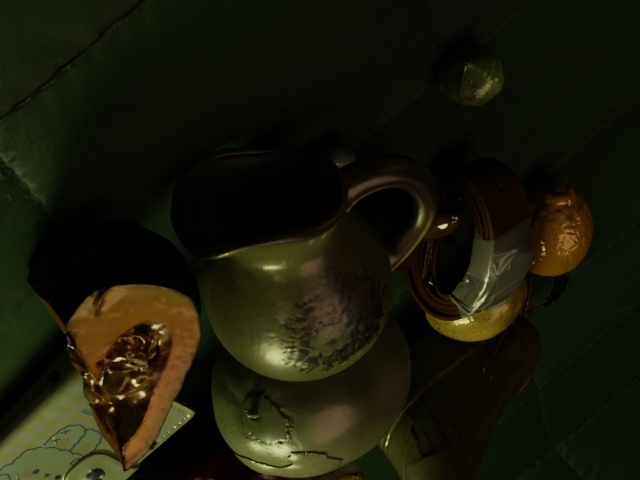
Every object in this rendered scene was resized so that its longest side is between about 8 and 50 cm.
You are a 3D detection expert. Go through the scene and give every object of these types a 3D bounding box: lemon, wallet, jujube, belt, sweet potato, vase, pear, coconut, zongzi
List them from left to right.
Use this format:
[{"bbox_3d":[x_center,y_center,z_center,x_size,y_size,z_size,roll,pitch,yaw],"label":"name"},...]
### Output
[{"bbox_3d":[-0.339,0.273,1.746,0.309,0.077,0.223,-46,137,11],"label":"wallet"},{"bbox_3d":[-0.153,0.359,2.020,0.318,0.223,0.223,-12,142,-34],"label":"jujube"},{"bbox_3d":[0.000,0.000,1.663,0.329,0.241,0.302,-26,140,-10],"label":"vase"},{"bbox_3d":[0.122,-0.032,1.883,0.092,0.114,0.341,-38,177,-14],"label":"sweet potato"},{"bbox_3d":[0.223,0.002,2.024,0.105,0.184,0.261,-20,133,-38],"label":"belt"},{"bbox_3d":[0.200,-0.218,1.782,0.088,0.088,0.096,-45,159,5],"label":"coconut"},{"bbox_3d":[0.250,0.085,2.216,0.178,0.178,0.178,-32,152,-19],"label":"pear"},{"bbox_3d":[0.295,0.278,2.263,0.447,0.418,0.181,-22,142,-11],"label":"zongzi"},{"bbox_3d":[0.389,-0.024,2.265,0.142,0.142,0.187,-25,139,-31],"label":"lemon"}]

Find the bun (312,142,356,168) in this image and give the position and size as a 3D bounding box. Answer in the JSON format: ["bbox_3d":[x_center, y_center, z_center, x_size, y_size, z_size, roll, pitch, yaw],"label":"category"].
[{"bbox_3d":[0.007,-0.094,1.744,0.083,0.045,0.083,-21,156,-10],"label":"bun"}]

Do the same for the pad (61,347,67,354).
[{"bbox_3d":[-0.326,0.216,1.804,0.300,0.005,0.202,-51,152,18],"label":"pad"}]

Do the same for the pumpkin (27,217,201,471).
[{"bbox_3d":[-0.253,0.119,1.537,0.190,0.139,0.280,14,109,-38],"label":"pumpkin"}]

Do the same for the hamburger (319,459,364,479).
[{"bbox_3d":[-0.067,0.426,2.282,0.276,0.179,0.294,1,127,-58],"label":"hamburger"}]

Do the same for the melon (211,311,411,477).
[{"bbox_3d":[-0.016,0.191,1.885,0.330,0.268,0.268,-30,155,-54],"label":"melon"}]

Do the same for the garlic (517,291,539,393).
[{"bbox_3d":[0.334,0.191,2.490,0.191,0.160,0.214,-31,155,-33],"label":"garlic"}]
